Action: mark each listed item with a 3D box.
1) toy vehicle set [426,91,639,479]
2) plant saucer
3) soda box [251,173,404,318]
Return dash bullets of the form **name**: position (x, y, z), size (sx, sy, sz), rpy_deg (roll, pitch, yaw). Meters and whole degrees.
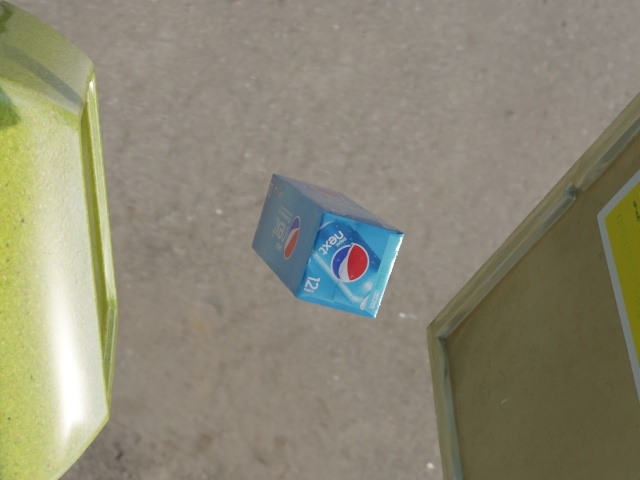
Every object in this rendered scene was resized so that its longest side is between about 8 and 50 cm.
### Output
- **toy vehicle set**: position (0.112, 0.022, 0.330), size (0.035, 0.267, 0.166), rpy_deg (14, 49, -21)
- **plant saucer**: position (-0.120, -0.003, 0.597), size (0.045, 0.188, 0.188), rpy_deg (-4, 108, -5)
- **soda box**: position (0.000, 0.000, 1.080), size (0.067, 0.210, 0.071), rpy_deg (16, 97, -14)
